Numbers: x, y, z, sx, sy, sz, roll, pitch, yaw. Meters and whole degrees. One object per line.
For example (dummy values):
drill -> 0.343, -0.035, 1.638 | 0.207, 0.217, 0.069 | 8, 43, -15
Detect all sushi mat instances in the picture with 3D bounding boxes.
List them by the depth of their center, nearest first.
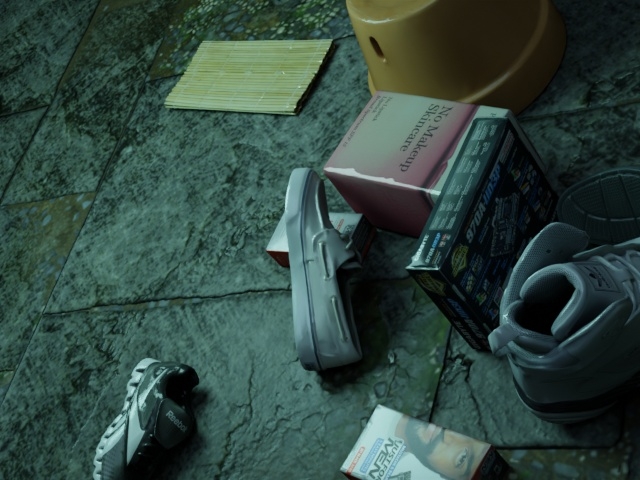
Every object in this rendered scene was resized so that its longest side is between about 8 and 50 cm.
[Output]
sushi mat -> -0.121, -0.274, 2.058 | 0.316, 0.019, 0.151 | 8, 59, 41

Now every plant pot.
plant pot -> 0.167, -0.307, 1.720 | 0.291, 0.203, 0.291 | -22, 43, 22

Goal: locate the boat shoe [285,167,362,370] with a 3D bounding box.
boat shoe -> 0.010, 0.031, 1.583 | 0.088, 0.096, 0.267 | -8, 68, 14

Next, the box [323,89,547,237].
box -> 0.146, -0.092, 1.600 | 0.232, 0.127, 0.148 | 15, 64, 45

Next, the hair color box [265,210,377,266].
hair color box -> 0.000, 0.000, 1.696 | 0.141, 0.043, 0.072 | 4, 58, 41

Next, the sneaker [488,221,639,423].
sneaker -> 0.334, 0.042, 1.251 | 0.366, 0.210, 0.137 | -36, 56, 9

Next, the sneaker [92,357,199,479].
sneaker -> -0.222, 0.251, 1.616 | 0.106, 0.078, 0.234 | -11, 46, 34

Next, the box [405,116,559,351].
box -> 0.198, -0.006, 1.445 | 0.051, 0.175, 0.220 | 4, 58, 41

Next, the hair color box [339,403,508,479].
hair color box -> 0.113, 0.252, 1.373 | 0.167, 0.053, 0.093 | 13, 63, 43

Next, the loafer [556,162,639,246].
loafer -> 0.408, -0.052, 1.410 | 0.267, 0.096, 0.084 | -11, 7, 29
